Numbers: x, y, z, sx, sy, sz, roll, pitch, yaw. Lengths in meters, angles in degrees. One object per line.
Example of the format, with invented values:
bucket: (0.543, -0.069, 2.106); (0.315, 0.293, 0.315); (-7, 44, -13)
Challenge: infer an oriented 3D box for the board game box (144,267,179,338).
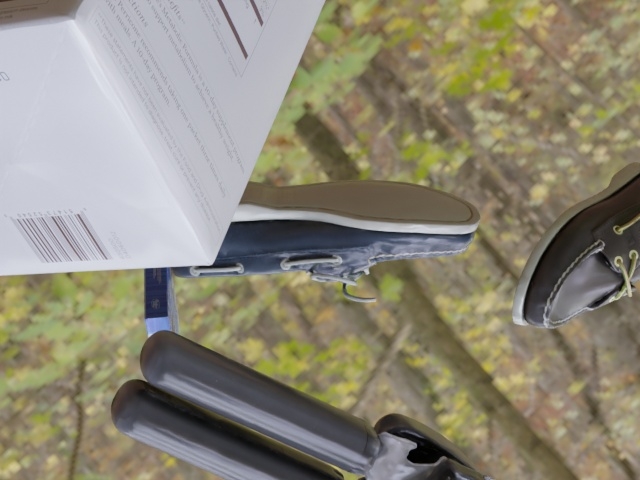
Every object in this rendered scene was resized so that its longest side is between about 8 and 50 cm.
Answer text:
board game box: (-0.121, 0.060, 0.983); (0.020, 0.090, 0.090); (-5, 131, -4)

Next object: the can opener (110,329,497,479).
can opener: (-0.001, 0.137, 0.851); (0.076, 0.283, 0.095); (-60, -163, 11)

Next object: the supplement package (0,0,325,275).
supplement package: (-0.093, -0.118, 0.598); (0.134, 0.139, 0.244); (64, 34, -40)

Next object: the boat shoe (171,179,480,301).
boat shoe: (0.000, 0.000, 1.036); (0.095, 0.255, 0.079); (-93, -177, -70)

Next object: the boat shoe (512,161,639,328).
boat shoe: (0.234, 0.007, 1.028); (0.228, 0.069, 0.081); (-37, 141, -40)
